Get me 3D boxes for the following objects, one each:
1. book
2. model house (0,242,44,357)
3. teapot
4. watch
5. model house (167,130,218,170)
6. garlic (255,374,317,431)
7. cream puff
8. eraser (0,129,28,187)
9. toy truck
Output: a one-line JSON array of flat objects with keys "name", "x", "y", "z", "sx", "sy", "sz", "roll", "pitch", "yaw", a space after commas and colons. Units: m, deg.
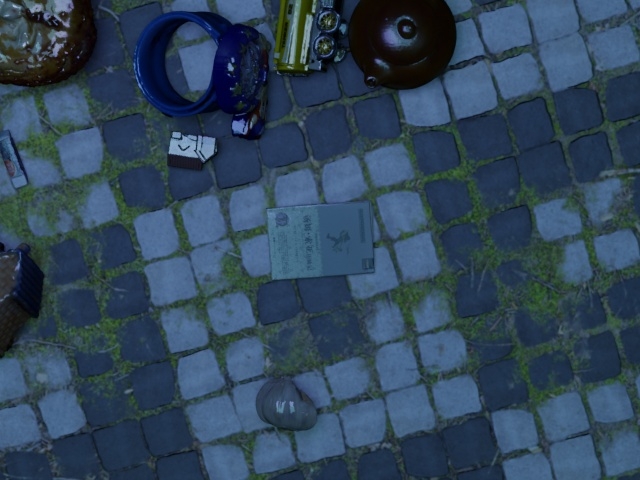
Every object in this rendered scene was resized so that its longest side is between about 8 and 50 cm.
[{"name": "book", "x": 0.000, "y": 0.000, "z": 1.676, "sx": 0.181, "sy": 0.014, "sz": 0.127, "roll": -4, "pitch": 94, "yaw": 1}, {"name": "model house", "x": -0.551, "y": 0.064, "z": 1.625, "sx": 0.183, "sy": 0.166, "sz": 0.172, "roll": 38, "pitch": 78, "yaw": 12}, {"name": "teapot", "x": 0.147, "y": -0.351, "z": 1.591, "sx": 0.178, "sy": 0.135, "sz": 0.252, "roll": 33, "pitch": 95, "yaw": -6}, {"name": "watch", "x": -0.191, "y": -0.274, "z": 1.596, "sx": 0.200, "sy": 0.171, "sz": 0.196, "roll": 11, "pitch": 96, "yaw": 14}, {"name": "model house", "x": -0.213, "y": -0.147, "z": 1.646, "sx": 0.083, "sy": 0.057, "sz": 0.058, "roll": 9, "pitch": 90, "yaw": -2}, {"name": "garlic", "x": -0.059, "y": 0.281, "z": 1.669, "sx": 0.113, "sy": 0.074, "sz": 0.094, "roll": 6, "pitch": 104, "yaw": 15}, {"name": "cream puff", "x": -0.470, "y": -0.363, "z": 1.581, "sx": 0.240, "sy": 0.164, "sz": 0.240, "roll": 2, "pitch": 105, "yaw": 9}, {"name": "eraser", "x": -0.522, "y": -0.138, "z": 1.667, "sx": 0.027, "sy": 0.019, "sz": 0.099, "roll": -19, "pitch": 95, "yaw": 2}, {"name": "toy truck", "x": -0.013, "y": -0.379, "z": 1.606, "sx": 0.114, "sy": 0.098, "sz": 0.227, "roll": 9, "pitch": 96, "yaw": 12}]
